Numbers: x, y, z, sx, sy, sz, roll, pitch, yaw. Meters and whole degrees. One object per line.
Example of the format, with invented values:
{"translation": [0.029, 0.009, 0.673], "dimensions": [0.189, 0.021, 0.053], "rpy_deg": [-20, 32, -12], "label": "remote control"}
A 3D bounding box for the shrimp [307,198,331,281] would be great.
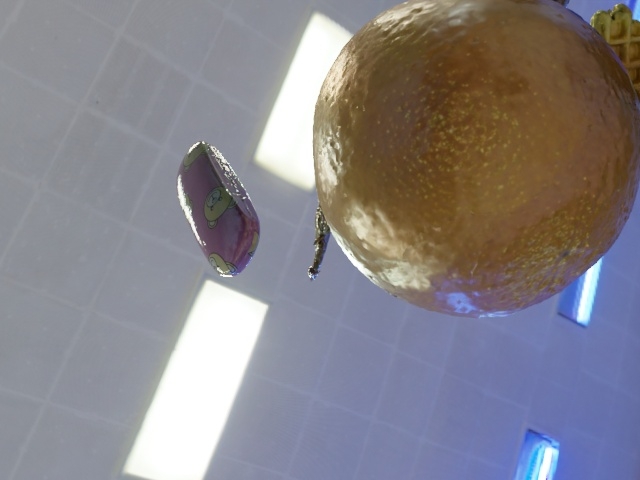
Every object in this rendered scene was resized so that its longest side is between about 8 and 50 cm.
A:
{"translation": [0.000, 0.000, 0.718], "dimensions": [0.023, 0.114, 0.083], "rpy_deg": [11, -130, 2], "label": "shrimp"}

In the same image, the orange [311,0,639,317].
{"translation": [0.121, -0.074, 0.529], "dimensions": [0.274, 0.274, 0.274], "rpy_deg": [4, -98, -29], "label": "orange"}

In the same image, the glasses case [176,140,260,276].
{"translation": [-0.190, -0.065, 1.132], "dimensions": [0.076, 0.316, 0.123], "rpy_deg": [13, -60, -38], "label": "glasses case"}

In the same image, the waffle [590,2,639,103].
{"translation": [0.488, -0.246, 1.067], "dimensions": [0.261, 0.056, 0.250], "rpy_deg": [33, -85, -28], "label": "waffle"}

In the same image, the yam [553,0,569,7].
{"translation": [0.437, -0.489, 1.253], "dimensions": [0.131, 0.131, 0.279], "rpy_deg": [11, -79, -28], "label": "yam"}
